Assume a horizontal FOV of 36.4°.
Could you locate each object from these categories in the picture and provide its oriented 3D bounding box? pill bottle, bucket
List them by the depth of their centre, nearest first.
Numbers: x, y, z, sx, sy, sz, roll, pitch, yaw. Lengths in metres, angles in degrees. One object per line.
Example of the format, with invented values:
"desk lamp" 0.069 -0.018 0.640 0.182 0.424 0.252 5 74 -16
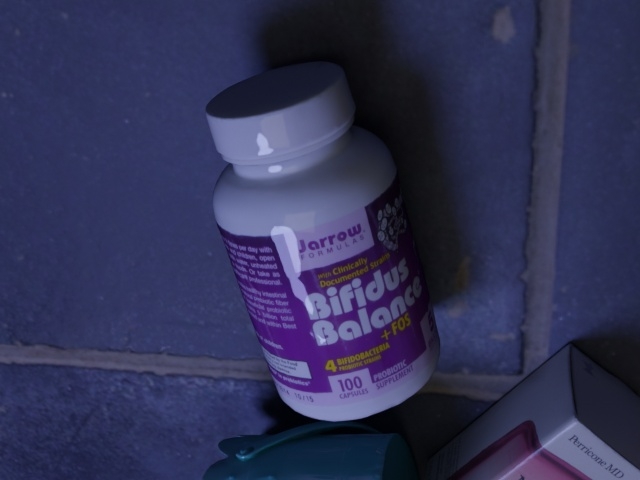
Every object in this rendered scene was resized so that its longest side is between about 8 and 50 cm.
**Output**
"pill bottle" 0.000 0.000 0.889 0.169 0.169 0.302 -9 117 17
"bucket" 0.005 0.328 1.019 0.183 0.281 0.281 -8 117 15

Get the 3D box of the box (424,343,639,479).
"box" 0.231 0.248 1.003 0.148 0.127 0.232 37 120 -9
